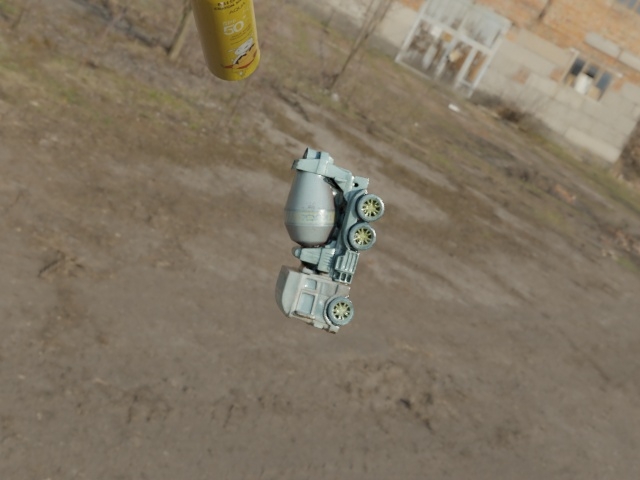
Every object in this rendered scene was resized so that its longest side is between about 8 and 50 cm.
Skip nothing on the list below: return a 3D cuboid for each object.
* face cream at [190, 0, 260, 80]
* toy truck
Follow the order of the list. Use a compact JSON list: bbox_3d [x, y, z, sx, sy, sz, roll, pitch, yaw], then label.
[{"bbox_3d":[-0.163,-0.392,1.428,0.105,0.105,0.349,31,-15,9],"label":"face cream"},{"bbox_3d":[0.000,0.000,1.283,0.140,0.257,0.108,16,3,-12],"label":"toy truck"}]
